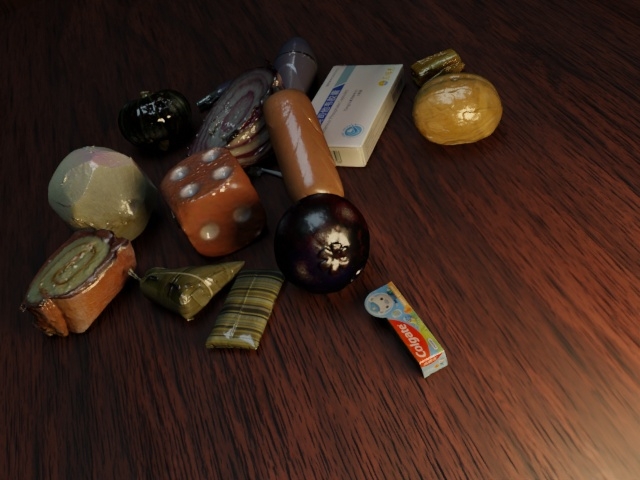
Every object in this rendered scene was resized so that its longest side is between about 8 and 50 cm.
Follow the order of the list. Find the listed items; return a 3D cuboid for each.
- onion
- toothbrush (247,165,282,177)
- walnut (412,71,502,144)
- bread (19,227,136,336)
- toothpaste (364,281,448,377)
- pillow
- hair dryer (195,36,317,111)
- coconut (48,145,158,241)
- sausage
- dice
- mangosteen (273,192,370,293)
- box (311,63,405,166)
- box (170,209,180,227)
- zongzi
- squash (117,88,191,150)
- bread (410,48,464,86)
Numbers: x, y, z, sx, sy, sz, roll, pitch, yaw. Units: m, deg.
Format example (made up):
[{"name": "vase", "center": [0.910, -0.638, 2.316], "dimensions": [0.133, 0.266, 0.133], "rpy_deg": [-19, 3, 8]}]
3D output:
[{"name": "onion", "center": [-0.192, -0.283, 1.810], "dimensions": [0.314, 0.146, 0.280], "rpy_deg": [-59, 30, -2]}, {"name": "toothbrush", "center": [-0.066, -0.149, 1.709], "dimensions": [0.257, 0.018, 0.024], "rpy_deg": [11, 53, 30]}, {"name": "walnut", "center": [0.301, -0.292, 1.619], "dimensions": [0.197, 0.165, 0.165], "rpy_deg": [-7, 42, 25]}, {"name": "bread", "center": [-0.518, 0.093, 1.544], "dimensions": [0.190, 0.123, 0.244], "rpy_deg": [15, 51, 35]}, {"name": "toothpaste", "center": [0.144, 0.158, 1.282], "dimensions": [0.070, 0.044, 0.193], "rpy_deg": [-27, 42, -7]}, {"name": "pillow", "center": [-0.142, 0.128, 1.426], "dimensions": [0.113, 0.038, 0.203], "rpy_deg": [-1, 44, 21]}, {"name": "hair dryer", "center": [-0.181, -0.395, 1.980], "dimensions": [0.361, 0.121, 0.301], "rpy_deg": [-12, 50, 23]}, {"name": "coconut", "center": [-0.492, -0.099, 1.666], "dimensions": [0.230, 0.227, 0.227], "rpy_deg": [21, 55, 43]}, {"name": "sausage", "center": [-0.039, -0.193, 1.616], "dimensions": [0.121, 0.121, 0.304], "rpy_deg": [-19, 65, 1]}, {"name": "dice", "center": [-0.232, -0.080, 1.580], "dimensions": [0.179, 0.175, 0.174], "rpy_deg": [-28, 43, -11]}, {"name": "mangosteen", "center": [0.000, 0.000, 1.413], "dimensions": [0.194, 0.194, 0.230], "rpy_deg": [-22, 16, -3]}, {"name": "box", "center": [0.068, -0.315, 1.799], "dimensions": [0.200, 0.065, 0.343], "rpy_deg": [5, 47, 26]}, {"name": "box", "center": [-0.309, -0.079, 1.714], "dimensions": [0.083, 0.035, 0.079], "rpy_deg": [-23, 41, -5]}, {"name": "zongzi", "center": [-0.275, 0.071, 1.513], "dimensions": [0.189, 0.081, 0.178], "rpy_deg": [19, 46, 37]}, {"name": "squash", "center": [-0.438, -0.323, 1.939], "dimensions": [0.193, 0.156, 0.193], "rpy_deg": [-29, 29, 18]}, {"name": "bread", "center": [0.295, -0.438, 1.856], "dimensions": [0.132, 0.053, 0.074], "rpy_deg": [-25, 38, -6]}]
